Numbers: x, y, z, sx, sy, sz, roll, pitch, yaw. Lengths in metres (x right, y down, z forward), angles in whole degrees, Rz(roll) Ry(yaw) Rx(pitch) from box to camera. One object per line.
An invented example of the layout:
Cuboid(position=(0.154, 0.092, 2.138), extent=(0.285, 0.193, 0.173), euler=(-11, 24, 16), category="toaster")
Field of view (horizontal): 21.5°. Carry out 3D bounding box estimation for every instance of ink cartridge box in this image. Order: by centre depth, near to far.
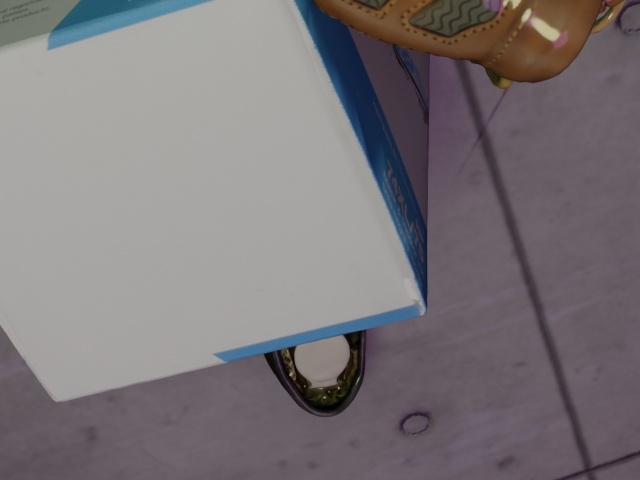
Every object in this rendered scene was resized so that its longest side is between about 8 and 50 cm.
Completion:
Cuboid(position=(-0.065, -0.097, 0.839), extent=(0.198, 0.270, 0.197), euler=(-14, 127, 16), category="ink cartridge box")

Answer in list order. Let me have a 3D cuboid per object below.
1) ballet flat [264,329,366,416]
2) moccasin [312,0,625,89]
Cuboid(position=(0.000, 0.000, 1.063), extent=(0.095, 0.096, 0.280), euler=(-9, 128, -3), category="ballet flat")
Cuboid(position=(0.116, -0.161, 0.797), extent=(0.147, 0.380, 0.139), euler=(33, 111, 2), category="moccasin")
